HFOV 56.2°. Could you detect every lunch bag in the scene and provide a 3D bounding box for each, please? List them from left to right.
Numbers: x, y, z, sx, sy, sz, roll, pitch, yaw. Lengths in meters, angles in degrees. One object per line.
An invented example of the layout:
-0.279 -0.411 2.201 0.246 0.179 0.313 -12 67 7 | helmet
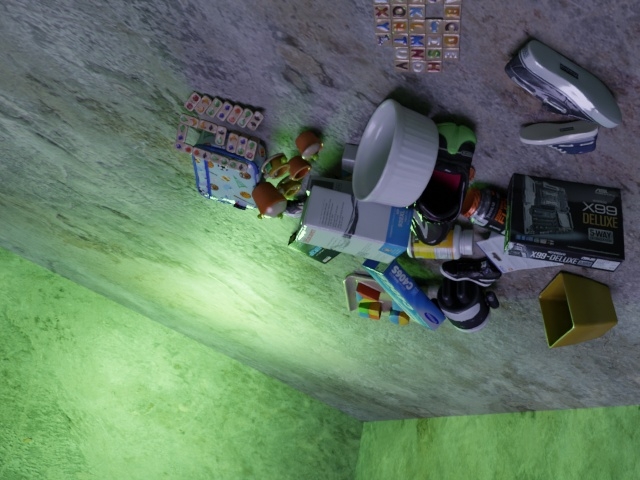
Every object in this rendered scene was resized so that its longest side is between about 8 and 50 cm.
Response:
-0.300 -0.223 1.946 0.243 0.115 0.303 15 149 2 | lunch bag

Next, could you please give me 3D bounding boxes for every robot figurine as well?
0.552 0.240 2.309 0.209 0.174 0.278 32 168 44 | robot figurine

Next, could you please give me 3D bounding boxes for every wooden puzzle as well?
0.276 0.267 2.552 0.347 0.081 0.322 7 149 12 | wooden puzzle

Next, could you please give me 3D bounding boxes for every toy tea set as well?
-0.088 -0.182 1.831 0.124 0.200 0.336 54 149 15 | toy tea set

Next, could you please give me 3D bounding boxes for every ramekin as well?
0.199 -0.221 1.591 0.135 0.277 0.277 14 151 -15 | ramekin

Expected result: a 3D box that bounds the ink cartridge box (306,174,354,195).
0.103 -0.118 1.885 0.274 0.060 0.239 10 164 8 | ink cartridge box

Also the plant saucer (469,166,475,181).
0.418 -0.201 1.780 0.083 0.013 0.083 10 149 6 | plant saucer

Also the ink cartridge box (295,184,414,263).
0.095 -0.043 1.797 0.307 0.129 0.223 13 166 -6 | ink cartridge box

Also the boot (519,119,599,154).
0.616 -0.256 1.551 0.189 0.069 0.086 -1 144 21 | boot

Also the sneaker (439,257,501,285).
0.552 0.095 2.166 0.216 0.079 0.121 13 148 -14 | sneaker

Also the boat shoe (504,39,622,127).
0.563 -0.343 1.395 0.301 0.108 0.102 26 147 -16 | boat shoe

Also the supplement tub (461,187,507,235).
0.531 -0.086 1.823 0.190 0.117 0.117 19 149 -11 | supplement tub

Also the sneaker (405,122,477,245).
0.324 -0.125 1.734 0.185 0.202 0.483 13 148 12 | sneaker

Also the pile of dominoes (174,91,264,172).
-0.302 -0.314 1.753 0.251 0.040 0.196 18 117 2 | pile of dominoes

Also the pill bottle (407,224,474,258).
0.406 0.003 2.022 0.214 0.117 0.117 1 148 20 | pill bottle

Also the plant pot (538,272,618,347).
0.934 0.255 2.158 0.187 0.212 0.212 1 150 -4 | plant pot

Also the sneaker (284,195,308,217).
-0.051 -0.126 2.062 0.178 0.072 0.077 5 138 0 | sneaker

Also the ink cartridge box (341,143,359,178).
0.157 -0.223 1.802 0.180 0.060 0.104 10 151 6 | ink cartridge box

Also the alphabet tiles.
0.225 -0.483 1.395 0.198 0.009 0.237 5 148 14 | alphabet tiles

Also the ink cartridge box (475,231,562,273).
0.673 0.026 2.022 0.223 0.045 0.223 -12 140 39 | ink cartridge box

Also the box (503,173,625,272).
0.685 -0.053 1.693 0.307 0.243 0.077 10 150 8 | box

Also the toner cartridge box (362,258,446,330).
0.319 0.194 2.282 0.348 0.075 0.165 47 171 -25 | toner cartridge box

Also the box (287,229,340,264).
0.000 0.000 2.249 0.175 0.051 0.220 26 147 -19 | box

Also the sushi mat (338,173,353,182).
0.106 -0.156 1.895 0.151 0.019 0.316 19 164 -26 | sushi mat
